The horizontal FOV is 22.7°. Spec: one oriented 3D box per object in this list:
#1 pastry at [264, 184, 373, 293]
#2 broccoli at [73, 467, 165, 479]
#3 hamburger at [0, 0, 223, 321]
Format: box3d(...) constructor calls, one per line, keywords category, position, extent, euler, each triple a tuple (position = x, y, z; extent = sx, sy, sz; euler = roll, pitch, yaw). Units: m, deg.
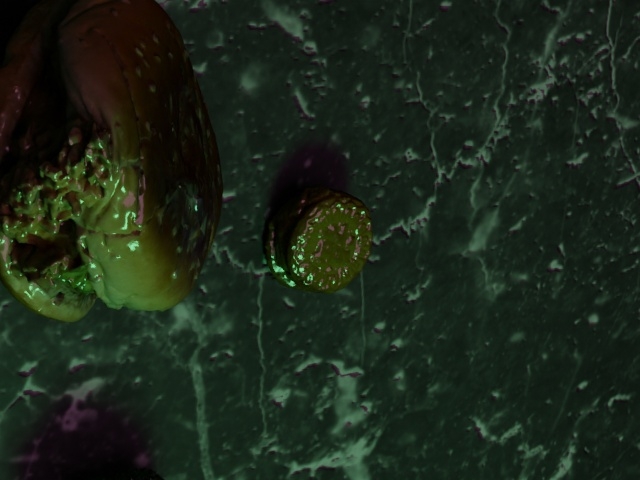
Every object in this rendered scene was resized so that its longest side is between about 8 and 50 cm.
box3d(category="pastry", position=(0.000, 0.000, 1.443), extent=(0.097, 0.057, 0.109), euler=(-24, 119, -33))
box3d(category="broccoli", position=(-0.162, 0.286, 1.332), extent=(0.156, 0.195, 0.195), euler=(-24, 125, 1))
box3d(category="hamburger", position=(-0.156, -0.064, 1.160), extent=(0.286, 0.146, 0.243), euler=(18, 69, -75))
